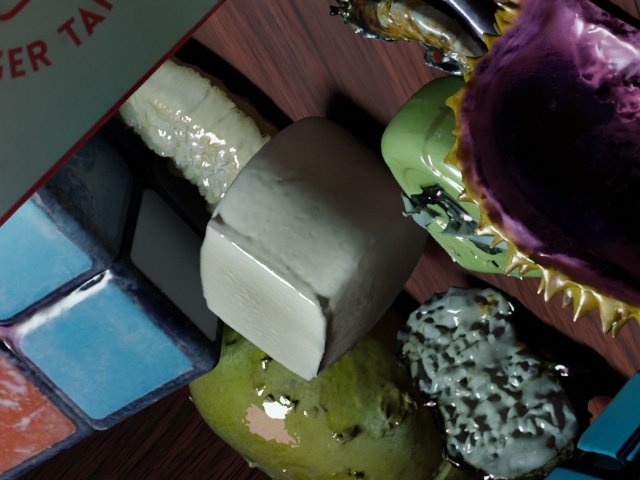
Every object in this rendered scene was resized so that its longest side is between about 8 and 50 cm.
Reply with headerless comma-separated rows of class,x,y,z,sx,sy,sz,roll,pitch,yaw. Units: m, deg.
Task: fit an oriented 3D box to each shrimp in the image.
shrimp,0.058,-0.130,1.193,0.091,0.034,0.161,39,176,-31

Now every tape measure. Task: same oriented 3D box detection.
tape measure,0.110,-0.038,1.248,0.154,0.087,0.177,47,165,-18

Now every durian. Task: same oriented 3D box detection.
durian,0.198,-0.016,1.023,0.260,0.153,0.186,43,-165,34

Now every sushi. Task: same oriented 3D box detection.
sushi,0.163,0.132,1.595,0.115,0.147,0.212,47,-174,-48

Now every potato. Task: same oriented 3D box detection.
potato,0.033,0.170,1.921,0.359,0.219,0.270,40,179,-28

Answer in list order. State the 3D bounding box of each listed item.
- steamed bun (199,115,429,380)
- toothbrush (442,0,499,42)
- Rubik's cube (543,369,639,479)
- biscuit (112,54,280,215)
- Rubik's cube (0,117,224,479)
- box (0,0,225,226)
steamed bun,0.000,0.000,1.536,0.146,0.164,0.241,38,161,11
toothbrush,0.160,-0.071,1.124,0.288,0.026,0.024,43,-178,-2
Rubik's cube,0.297,0.290,1.347,0.293,0.283,0.288,43,169,-13
biscuit,-0.081,-0.083,1.706,0.281,0.084,0.179,42,164,-8
Rubik's cube,-0.294,-0.001,1.849,0.318,0.316,0.313,48,-155,-27
box,-0.271,-0.234,1.228,0.300,0.314,0.312,30,163,53
